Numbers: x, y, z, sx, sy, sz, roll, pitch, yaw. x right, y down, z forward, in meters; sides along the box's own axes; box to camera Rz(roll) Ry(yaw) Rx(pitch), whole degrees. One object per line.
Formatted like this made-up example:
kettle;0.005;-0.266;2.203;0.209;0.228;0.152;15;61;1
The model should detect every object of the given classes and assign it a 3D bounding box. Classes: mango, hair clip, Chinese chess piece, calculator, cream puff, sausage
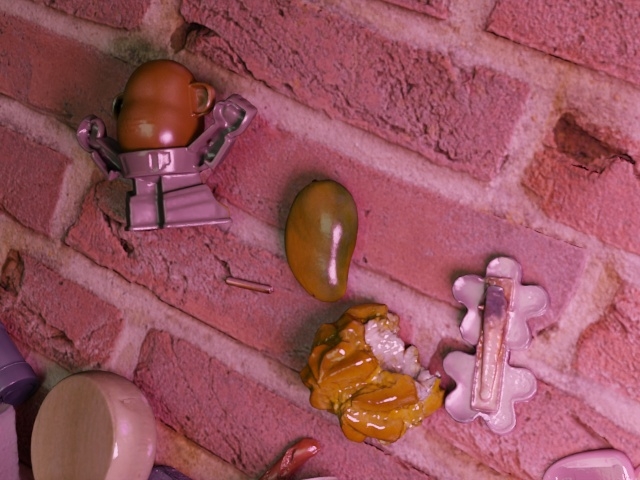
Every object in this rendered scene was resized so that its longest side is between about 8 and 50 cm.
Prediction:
mango;-0.003;-0.003;1.859;0.122;0.085;0.191;13;92;26
hair clip;0.254;0.153;1.719;0.146;0.075;0.257;7;96;10
Chinese chess piece;-0.389;0.347;2.013;0.250;0.101;0.250;-12;71;39
calculator;0.390;0.347;1.656;0.166;0.024;0.103;-16;79;28
cream puff;0.058;0.208;1.765;0.195;0.195;0.221;-46;64;19
sausage;-0.119;0.075;1.958;0.100;0.015;0.015;10;92;29
sausage;-0.059;0.372;1.897;0.158;0.042;0.036;-46;30;17

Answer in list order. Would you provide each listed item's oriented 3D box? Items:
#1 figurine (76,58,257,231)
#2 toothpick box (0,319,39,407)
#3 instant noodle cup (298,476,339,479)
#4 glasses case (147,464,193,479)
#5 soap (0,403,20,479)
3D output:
figurine;-0.259;-0.159;1.965;0.343;0.167;0.285;-7;92;8
toothpick box;-0.597;0.225;2.164;0.101;0.101;0.153;-47;66;18
instant noodle cup;-0.019;0.490;1.786;0.215;0.215;0.236;-21;68;26
glasses case;-0.196;0.472;1.946;0.282;0.067;0.109;29;104;31
soap;-0.647;0.523;2.051;0.156;0.261;0.446;8;107;24
